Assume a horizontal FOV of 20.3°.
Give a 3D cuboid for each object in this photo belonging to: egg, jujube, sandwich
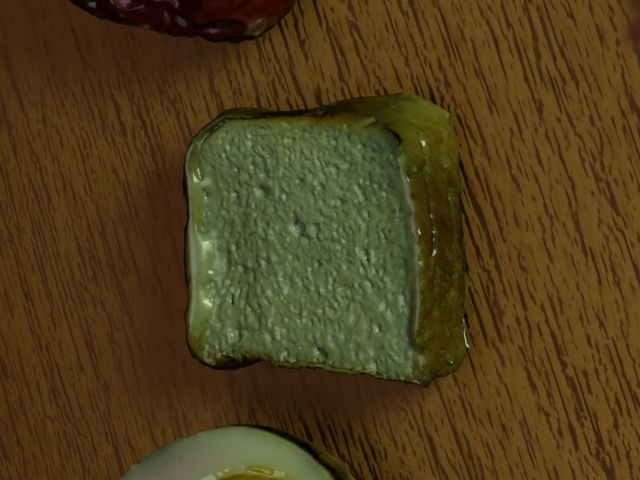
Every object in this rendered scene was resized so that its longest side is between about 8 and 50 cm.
[{"bbox_3d":[-0.056,0.295,1.486,0.286,0.174,0.264,-50,63,8],"label":"egg"},{"bbox_3d":[-0.124,-0.244,1.466,0.230,0.155,0.155,21,111,31],"label":"jujube"},{"bbox_3d":[0.001,0.000,1.431,0.251,0.087,0.226,0,98,39],"label":"sandwich"}]
